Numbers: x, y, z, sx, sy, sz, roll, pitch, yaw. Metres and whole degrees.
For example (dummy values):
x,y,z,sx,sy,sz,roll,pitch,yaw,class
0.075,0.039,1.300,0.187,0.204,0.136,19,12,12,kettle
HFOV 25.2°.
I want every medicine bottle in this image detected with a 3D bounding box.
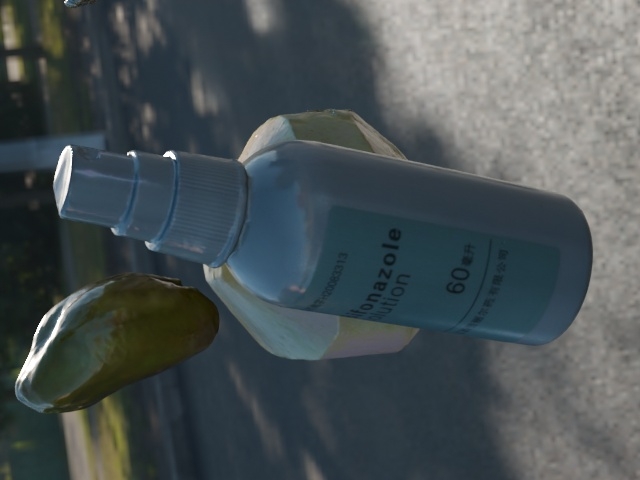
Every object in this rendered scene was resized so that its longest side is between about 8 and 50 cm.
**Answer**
x,y,z,sx,sy,sz,roll,pitch,yaw,class
0.003,-0.007,0.931,0.110,0.352,0.110,-170,90,-68,medicine bottle

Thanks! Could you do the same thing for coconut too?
x,y,z,sx,sy,sz,roll,pitch,yaw,class
0.000,0.000,1.402,0.259,0.259,0.259,173,90,-77,coconut

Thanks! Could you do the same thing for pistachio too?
x,y,z,sx,sy,sz,roll,pitch,yaw,class
-0.184,0.081,1.246,0.110,0.189,0.100,91,156,-78,pistachio

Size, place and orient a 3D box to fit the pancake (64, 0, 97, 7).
x,y,z,sx,sy,sz,roll,pitch,yaw,class
-0.214,-0.323,1.685,0.021,0.199,0.199,60,169,-8,pancake
